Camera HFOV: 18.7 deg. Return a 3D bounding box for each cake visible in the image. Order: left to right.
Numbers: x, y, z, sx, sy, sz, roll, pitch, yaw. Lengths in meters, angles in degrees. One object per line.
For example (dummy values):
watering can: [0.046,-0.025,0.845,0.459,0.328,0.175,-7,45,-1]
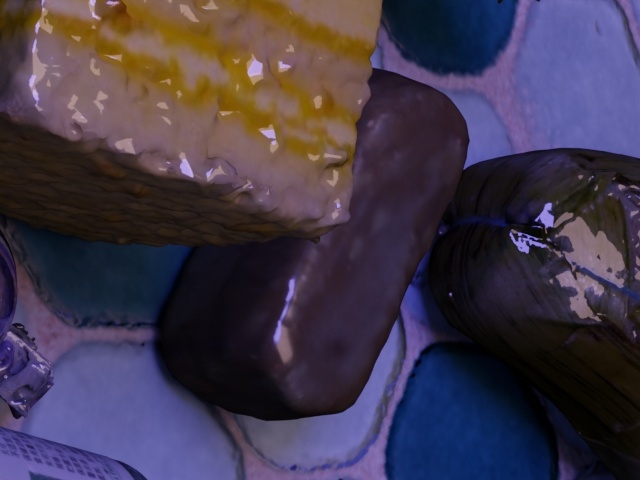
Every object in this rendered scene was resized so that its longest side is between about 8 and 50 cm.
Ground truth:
cake: [-0.109,-0.156,1.002,0.222,0.227,0.286,20,74,-44]

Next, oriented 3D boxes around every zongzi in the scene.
zongzi: [0.207,0.124,1.326,0.323,0.160,0.360,5,89,-37]

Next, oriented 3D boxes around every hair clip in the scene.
hair clip: [-0.206,0.034,1.001,0.116,0.049,0.172,-52,130,-5]

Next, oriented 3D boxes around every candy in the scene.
candy: [0.000,0.000,1.170,0.102,0.104,0.234,45,58,-36]

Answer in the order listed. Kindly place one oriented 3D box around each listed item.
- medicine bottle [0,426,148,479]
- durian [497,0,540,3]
medicine bottle: [-0.219,0.142,0.924,0.293,0.141,0.141,22,71,-39]
durian: [0.067,-0.284,1.219,0.172,0.166,0.306,13,67,-44]
